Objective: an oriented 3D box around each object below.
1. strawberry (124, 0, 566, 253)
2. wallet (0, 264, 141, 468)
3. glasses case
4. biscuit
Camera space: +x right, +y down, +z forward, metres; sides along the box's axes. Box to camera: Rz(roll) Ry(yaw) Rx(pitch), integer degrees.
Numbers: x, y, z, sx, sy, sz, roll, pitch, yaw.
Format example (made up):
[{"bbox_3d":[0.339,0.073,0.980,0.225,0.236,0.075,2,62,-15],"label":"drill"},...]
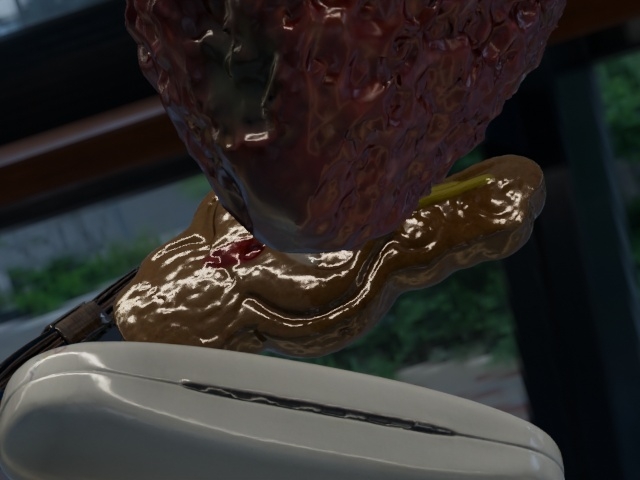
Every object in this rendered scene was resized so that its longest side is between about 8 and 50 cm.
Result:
[{"bbox_3d":[-0.008,-0.164,0.964,0.310,0.291,0.292,-46,19,-23],"label":"strawberry"},{"bbox_3d":[-0.191,0.099,1.281,0.230,0.042,0.124,-37,-15,-52],"label":"wallet"},{"bbox_3d":[-0.010,0.063,0.511,0.164,0.041,0.063,12,-38,-14],"label":"glasses case"},{"bbox_3d":[-0.001,-0.002,1.209,0.295,0.044,0.186,-31,42,-8],"label":"biscuit"}]
